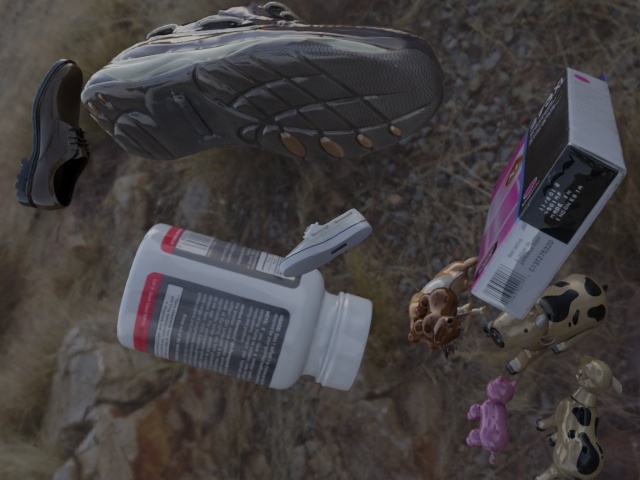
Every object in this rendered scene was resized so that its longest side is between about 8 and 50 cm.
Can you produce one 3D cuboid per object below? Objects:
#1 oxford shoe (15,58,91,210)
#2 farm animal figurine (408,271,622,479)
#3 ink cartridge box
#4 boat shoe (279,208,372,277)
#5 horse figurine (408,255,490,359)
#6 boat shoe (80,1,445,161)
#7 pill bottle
[{"bbox_3d":[-0.376,-0.154,1.128,0.096,0.083,0.227,12,94,21],"label":"oxford shoe"},{"bbox_3d":[0.312,0.146,1.080,0.326,0.330,0.172,-36,-13,-35],"label":"farm animal figurine"},{"bbox_3d":[0.251,-0.079,0.835,0.176,0.069,0.371,-64,-6,30],"label":"ink cartridge box"},{"bbox_3d":[0.000,0.000,0.740,0.100,0.035,0.035,-30,64,-9],"label":"boat shoe"},{"bbox_3d":[0.220,0.094,1.279,0.174,0.066,0.263,-16,22,44],"label":"horse figurine"},{"bbox_3d":[-0.058,-0.159,0.685,0.355,0.132,0.130,3,56,26],"label":"boat shoe"},{"bbox_3d":[-0.098,0.101,1.038,0.176,0.318,0.177,-164,90,-88],"label":"pill bottle"}]
